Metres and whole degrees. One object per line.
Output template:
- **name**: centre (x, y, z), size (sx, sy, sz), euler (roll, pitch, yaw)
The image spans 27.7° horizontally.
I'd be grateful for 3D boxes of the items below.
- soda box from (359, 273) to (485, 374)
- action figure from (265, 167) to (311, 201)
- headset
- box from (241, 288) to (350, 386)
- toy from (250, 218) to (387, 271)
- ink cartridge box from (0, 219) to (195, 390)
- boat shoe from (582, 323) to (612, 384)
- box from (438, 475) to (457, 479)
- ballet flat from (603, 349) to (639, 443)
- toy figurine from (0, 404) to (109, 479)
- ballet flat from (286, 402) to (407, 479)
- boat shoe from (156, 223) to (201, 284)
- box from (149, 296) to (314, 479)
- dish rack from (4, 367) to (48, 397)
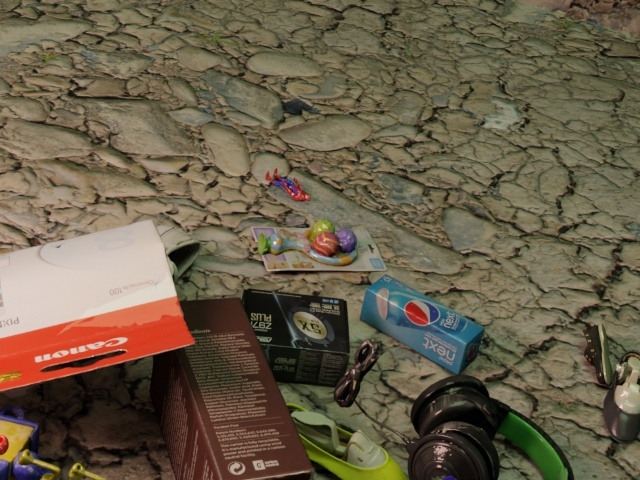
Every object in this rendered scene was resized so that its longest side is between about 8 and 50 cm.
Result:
- **soda box**: centre (0.174, 0.144, 2.249), size (0.210, 0.071, 0.067), euler (28, 38, 24)
- **action figure**: centre (-0.061, -0.109, 2.591), size (0.115, 0.030, 0.038), euler (37, 37, 30)
- **headset**: centre (0.209, 0.284, 1.947), size (0.394, 0.185, 0.243), euler (22, 29, -6)
- **box**: centre (-0.046, 0.161, 2.159), size (0.180, 0.078, 0.147), euler (7, 35, -6)
- **toy**: centre (0.000, 0.000, 2.424), size (0.237, 0.056, 0.137), euler (-2, 38, -18)
- **ink cartridge box**: centre (-0.362, 0.088, 1.872), size (0.308, 0.091, 0.385), euler (-13, 17, -11)
- **boat shoe**: centre (0.487, 0.204, 2.278), size (0.042, 0.049, 0.133), euler (-17, 40, 18)
- **box**: centre (0.137, 0.410, 1.805), size (0.137, 0.126, 0.072), euler (-14, 42, -32)
- **ballet flat**: centre (0.520, 0.254, 2.187), size (0.074, 0.074, 0.203), euler (17, 35, 9)
- **toy figurine**: centre (-0.430, 0.286, 1.788), size (0.362, 0.191, 0.217), euler (12, 29, 2)
- **ballet flat**: centre (0.029, 0.312, 1.962), size (0.231, 0.077, 0.077), euler (23, 38, 17)
- **boat shoe**: centre (-0.288, 0.058, 2.236), size (0.088, 0.096, 0.267), euler (15, 26, 15)
- **box**: centre (-0.139, 0.273, 1.876), size (0.143, 0.191, 0.381), euler (-4, 38, -21)
- **dish rack**: centre (-0.575, 0.170, 1.924), size (0.285, 0.072, 0.333), euler (-7, 21, -39)
